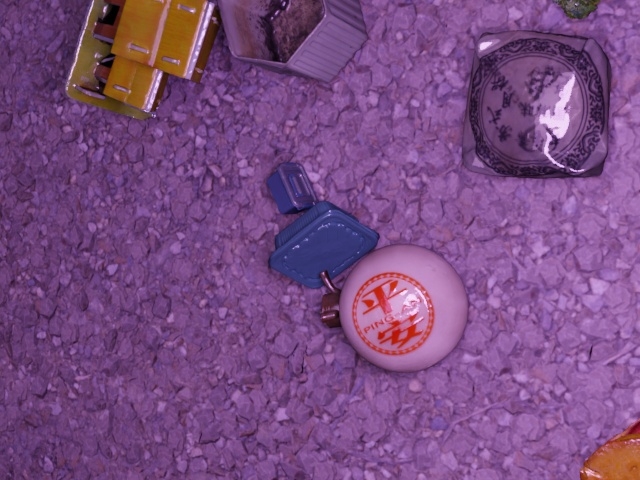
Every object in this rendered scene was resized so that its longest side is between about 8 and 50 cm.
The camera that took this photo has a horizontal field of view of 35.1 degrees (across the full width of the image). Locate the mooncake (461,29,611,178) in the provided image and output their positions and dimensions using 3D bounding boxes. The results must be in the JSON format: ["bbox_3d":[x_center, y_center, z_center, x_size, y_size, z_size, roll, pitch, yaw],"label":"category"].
[{"bbox_3d":[0.362,-0.229,1.705,0.254,0.136,0.250,6,95,29],"label":"mooncake"}]

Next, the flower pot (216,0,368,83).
[{"bbox_3d":[-0.049,-0.417,1.899,0.239,0.189,0.209,14,95,26],"label":"flower pot"}]

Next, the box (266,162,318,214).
[{"bbox_3d":[-0.058,-0.097,1.962,0.054,0.074,0.099,-33,73,34],"label":"box"}]

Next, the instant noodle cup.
[{"bbox_3d":[0.000,0.000,1.893,0.179,0.157,0.070,-37,50,22],"label":"instant noodle cup"}]

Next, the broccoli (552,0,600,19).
[{"bbox_3d":[0.493,-0.552,1.563,0.310,0.321,0.413,33,87,16],"label":"broccoli"}]

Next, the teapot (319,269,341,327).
[{"bbox_3d":[0.028,0.109,1.894,0.080,0.085,0.110,-12,96,18],"label":"teapot"}]

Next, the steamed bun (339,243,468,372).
[{"bbox_3d":[0.142,0.120,1.782,0.231,0.145,0.232,0,89,13],"label":"steamed bun"}]

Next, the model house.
[{"bbox_3d":[-0.363,-0.386,1.930,0.323,0.340,0.300,26,99,52],"label":"model house"}]

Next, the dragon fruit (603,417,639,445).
[{"bbox_3d":[0.582,0.377,1.551,0.290,0.189,0.291,5,100,28],"label":"dragon fruit"}]

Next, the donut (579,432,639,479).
[{"bbox_3d":[0.469,0.363,1.461,0.174,0.074,0.190,-23,90,28],"label":"donut"}]
